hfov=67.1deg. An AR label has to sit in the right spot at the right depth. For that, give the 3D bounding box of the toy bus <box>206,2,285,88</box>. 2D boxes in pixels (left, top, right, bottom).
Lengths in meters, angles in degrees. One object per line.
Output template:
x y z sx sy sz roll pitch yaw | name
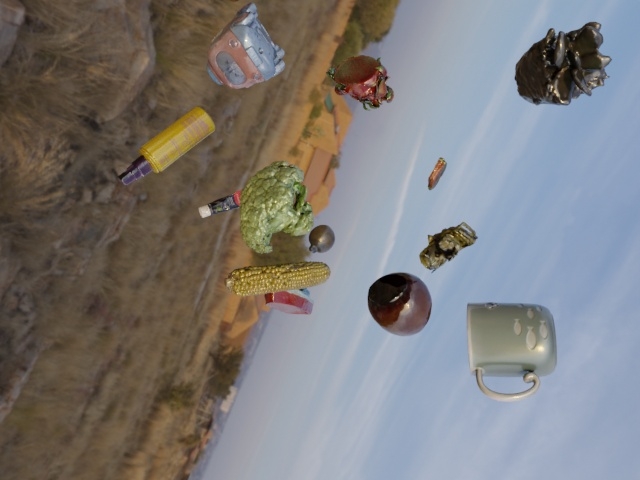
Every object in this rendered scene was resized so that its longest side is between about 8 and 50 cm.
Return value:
-0.262 -0.613 1.582 0.232 0.197 0.294 -27 -144 15 | toy bus

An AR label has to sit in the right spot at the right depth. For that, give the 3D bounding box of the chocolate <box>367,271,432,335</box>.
0.208 0.165 1.228 0.177 0.177 0.176 -157 -90 -87 | chocolate

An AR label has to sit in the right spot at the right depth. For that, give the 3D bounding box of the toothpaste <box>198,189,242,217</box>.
-0.393 -0.145 1.947 0.045 0.194 0.071 -6 -77 71 | toothpaste

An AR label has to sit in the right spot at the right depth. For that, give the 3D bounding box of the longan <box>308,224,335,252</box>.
0.000 0.000 1.773 0.119 0.106 0.106 -50 176 -23 | longan

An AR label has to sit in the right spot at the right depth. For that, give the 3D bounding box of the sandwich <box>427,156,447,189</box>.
0.351 -0.199 1.460 0.101 0.026 0.069 -63 161 10 | sandwich

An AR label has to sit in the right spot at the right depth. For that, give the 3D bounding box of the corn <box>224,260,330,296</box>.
-0.124 0.111 1.442 0.097 0.320 0.097 175 -90 -71 | corn

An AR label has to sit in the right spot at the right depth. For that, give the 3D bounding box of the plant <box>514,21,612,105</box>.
0.662 -0.472 1.307 0.276 0.189 0.198 -104 174 -81 | plant

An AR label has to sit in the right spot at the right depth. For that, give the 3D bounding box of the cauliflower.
-0.133 -0.106 1.555 0.275 0.250 0.272 -43 -143 31 | cauliflower

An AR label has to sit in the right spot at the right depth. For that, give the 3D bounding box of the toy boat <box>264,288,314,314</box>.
-0.122 0.196 1.842 0.332 0.145 0.133 45 48 -67 | toy boat

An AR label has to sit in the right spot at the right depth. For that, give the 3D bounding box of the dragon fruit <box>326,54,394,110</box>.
0.112 -0.399 1.235 0.138 0.175 0.142 -48 -153 -4 | dragon fruit

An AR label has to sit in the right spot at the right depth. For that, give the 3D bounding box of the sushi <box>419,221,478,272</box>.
0.524 0.024 2.054 0.131 0.139 0.291 -50 -177 -38 | sushi

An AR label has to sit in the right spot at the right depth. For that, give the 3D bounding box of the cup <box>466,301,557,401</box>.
0.645 0.375 1.628 0.356 0.275 0.259 -75 152 -44 | cup

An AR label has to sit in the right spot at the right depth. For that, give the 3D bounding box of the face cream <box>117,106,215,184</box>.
-0.392 -0.231 1.220 0.273 0.078 0.078 -45 175 -20 | face cream
